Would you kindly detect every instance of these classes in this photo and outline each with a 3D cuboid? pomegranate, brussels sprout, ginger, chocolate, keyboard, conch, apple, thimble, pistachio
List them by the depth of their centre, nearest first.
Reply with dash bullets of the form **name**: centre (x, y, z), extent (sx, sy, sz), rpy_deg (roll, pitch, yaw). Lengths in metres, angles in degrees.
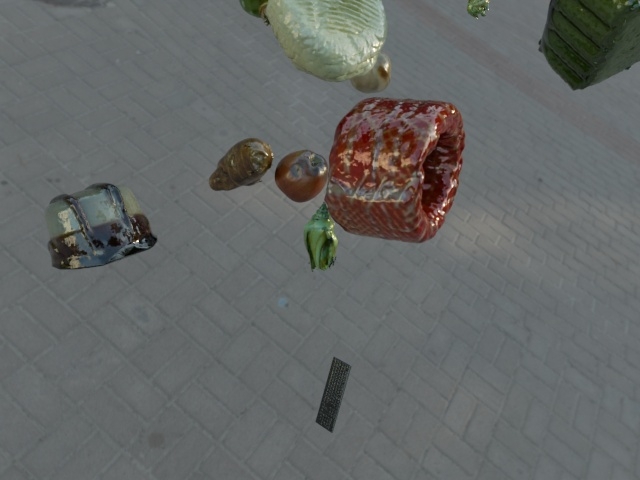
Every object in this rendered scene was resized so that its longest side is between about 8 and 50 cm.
- **thimble**: centre (0.181, -0.161, 1.134), extent (0.230, 0.351, 0.350), rpy_deg (13, 41, 28)
- **chocolate**: centre (-0.598, -0.055, 1.303), extent (0.283, 0.187, 0.284), rpy_deg (-7, 20, 3)
- **conch**: centre (0.001, -0.003, 1.308), extent (0.094, 0.201, 0.079), rpy_deg (10, 31, 40)
- **keyboard**: centre (0.036, 0.432, 1.370), extent (0.067, 0.203, 0.011), rpy_deg (20, 9, 36)
- **brussels sprout**: centre (0.477, -0.708, 1.461), extent (0.085, 0.058, 0.085), rpy_deg (11, 76, -47)
- **pistachio**: centre (0.163, -0.547, 1.599), extent (0.143, 0.144, 0.215), rpy_deg (23, 5, -5)
- **pomegranate**: centre (-0.201, -0.839, 1.701), extent (0.159, 0.159, 0.205), rpy_deg (-9, 70, -29)
- **apple**: centre (-0.073, -0.283, 2.081), extent (0.229, 0.230, 0.230), rpy_deg (12, 50, -15)
- **ginger**: centre (-0.308, -0.330, 2.099), extent (0.254, 0.418, 0.176), rpy_deg (-29, 93, -35)

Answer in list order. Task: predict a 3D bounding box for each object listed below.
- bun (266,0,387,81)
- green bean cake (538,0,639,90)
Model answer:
- **bun**: centre (0.011, -0.374, 0.856), extent (0.220, 0.134, 0.221), rpy_deg (6, 75, -23)
- **green bean cake**: centre (0.684, -0.543, 1.095), extent (0.334, 0.319, 0.218), rpy_deg (-31, 70, -6)
